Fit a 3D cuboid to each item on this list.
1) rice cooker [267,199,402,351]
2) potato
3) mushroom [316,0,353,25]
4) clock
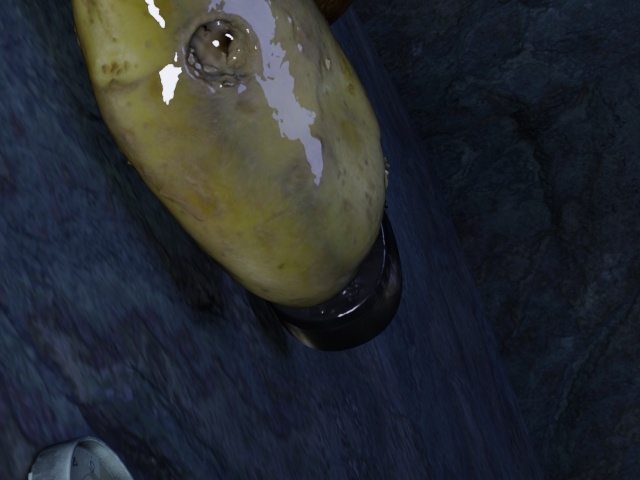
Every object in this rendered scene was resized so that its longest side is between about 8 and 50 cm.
[{"bbox_3d":[0.000,0.000,1.035,0.106,0.112,0.165,63,11,-54],"label":"rice cooker"},{"bbox_3d":[-0.059,-0.095,0.856,0.296,0.141,0.191,63,26,-27],"label":"potato"},{"bbox_3d":[-0.080,-0.324,1.127,0.345,0.239,0.345,167,-90,-80],"label":"mushroom"},{"bbox_3d":[-0.087,0.118,0.552,0.085,0.017,0.085,-23,90,-81],"label":"clock"}]
